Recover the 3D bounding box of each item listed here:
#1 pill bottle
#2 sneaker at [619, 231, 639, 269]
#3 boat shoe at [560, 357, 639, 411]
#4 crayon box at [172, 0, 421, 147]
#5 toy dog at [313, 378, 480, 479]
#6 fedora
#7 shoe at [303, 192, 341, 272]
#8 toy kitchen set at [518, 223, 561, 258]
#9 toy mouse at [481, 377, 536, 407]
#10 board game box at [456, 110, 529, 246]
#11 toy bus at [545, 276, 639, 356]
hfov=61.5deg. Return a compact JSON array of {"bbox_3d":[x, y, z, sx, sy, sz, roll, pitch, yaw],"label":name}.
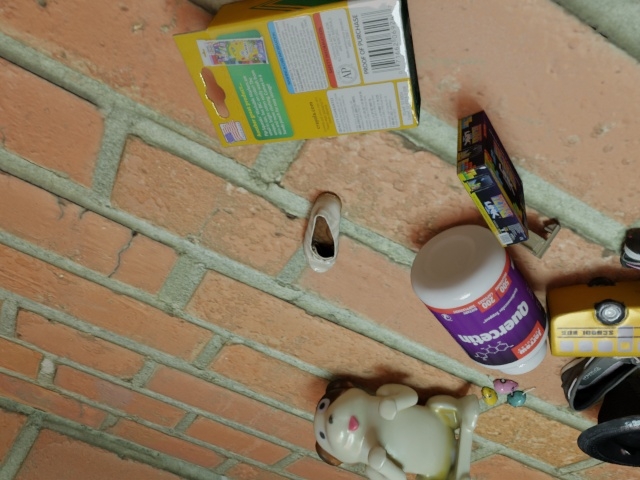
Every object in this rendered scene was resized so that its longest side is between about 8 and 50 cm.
[{"bbox_3d":[0.325,0.129,1.053,0.182,0.181,0.323,-21,128,32],"label":"pill bottle"},{"bbox_3d":[0.631,0.031,0.967,0.178,0.071,0.077,14,150,12],"label":"sneaker"},{"bbox_3d":[0.646,0.274,1.189,0.112,0.095,0.335,14,138,-1],"label":"boat shoe"},{"bbox_3d":[-0.025,-0.257,0.802,0.323,0.083,0.203,-3,135,17],"label":"crayon box"},{"bbox_3d":[0.185,0.511,1.477,0.408,0.284,0.395,11,174,1],"label":"toy dog"},{"bbox_3d":[0.763,0.422,1.272,0.335,0.152,0.334,4,142,3],"label":"fedora"},{"bbox_3d":[0.000,0.000,1.089,0.077,0.058,0.219,10,138,4],"label":"shoe"},{"bbox_3d":[0.391,-0.017,0.998,0.068,0.075,0.083,-57,147,10],"label":"toy kitchen set"},{"bbox_3d":[0.496,0.407,1.419,0.143,0.031,0.161,-11,132,25],"label":"toy mouse"},{"bbox_3d":[0.274,-0.097,0.853,0.048,0.141,0.170,-19,129,32],"label":"board game box"},{"bbox_3d":[0.612,0.146,1.022,0.333,0.108,0.130,-4,112,19],"label":"toy bus"}]
